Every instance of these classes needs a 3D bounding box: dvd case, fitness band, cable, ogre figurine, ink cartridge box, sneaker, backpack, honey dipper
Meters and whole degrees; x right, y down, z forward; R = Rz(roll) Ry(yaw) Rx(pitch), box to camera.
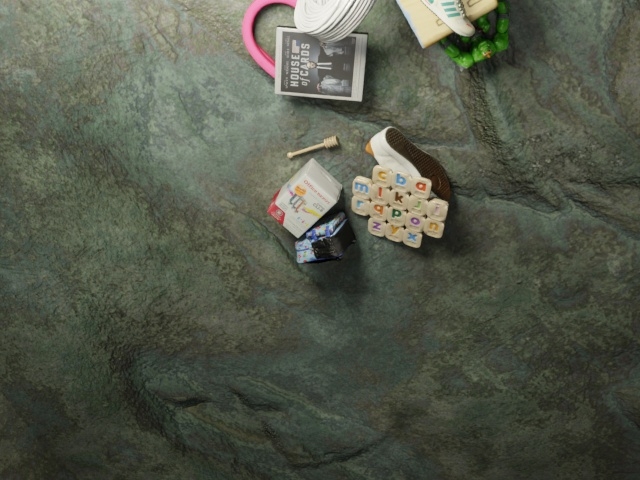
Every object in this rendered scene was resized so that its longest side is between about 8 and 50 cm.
[{"bbox_3d":[0.000,-0.467,1.757,0.239,0.029,0.179,5,118,3],"label":"dvd case"},{"bbox_3d":[-0.073,-0.529,1.776,0.291,0.054,0.209,39,118,-14],"label":"fitness band"},{"bbox_3d":[0.043,-0.605,1.607,0.089,0.256,0.257,22,156,-36],"label":"cable"},{"bbox_3d":[0.400,-0.513,1.684,0.197,0.097,0.118,-30,102,-12],"label":"ogre figurine"},{"bbox_3d":[-0.044,-0.125,1.955,0.128,0.127,0.176,41,117,-13],"label":"ink cartridge box"},{"bbox_3d":[0.299,-0.529,1.493,0.161,0.057,0.075,38,124,-9],"label":"sneaker"},{"bbox_3d":[0.000,0.000,2.010,0.173,0.158,0.116,-14,108,30],"label":"backpack"},{"bbox_3d":[-0.024,-0.267,1.930,0.161,0.030,0.030,-16,115,20],"label":"honey dipper"},{"bbox_3d":[0.249,-0.203,1.896,0.290,0.105,0.123,42,145,-19],"label":"sneaker"}]

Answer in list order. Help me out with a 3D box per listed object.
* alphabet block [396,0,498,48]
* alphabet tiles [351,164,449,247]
[{"bbox_3d":[0.291,-0.609,1.592,0.197,0.192,0.193,-26,114,23],"label":"alphabet block"},{"bbox_3d":[0.226,-0.097,1.928,0.284,0.021,0.277,18,141,16],"label":"alphabet tiles"}]
